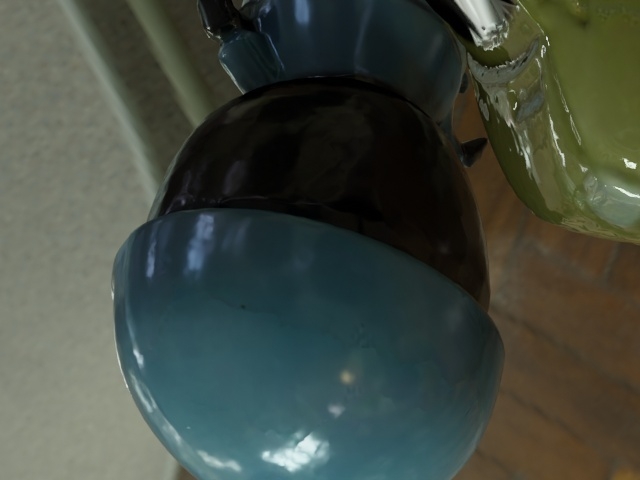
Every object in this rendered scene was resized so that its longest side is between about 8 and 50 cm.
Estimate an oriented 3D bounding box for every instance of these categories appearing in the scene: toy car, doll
[{"bbox_3d":[0.053,-0.129,0.413,0.124,0.101,0.256,7,93,-6],"label":"toy car"},{"bbox_3d":[0.000,0.000,0.839,0.177,0.314,0.141,26,141,-23],"label":"doll"}]
